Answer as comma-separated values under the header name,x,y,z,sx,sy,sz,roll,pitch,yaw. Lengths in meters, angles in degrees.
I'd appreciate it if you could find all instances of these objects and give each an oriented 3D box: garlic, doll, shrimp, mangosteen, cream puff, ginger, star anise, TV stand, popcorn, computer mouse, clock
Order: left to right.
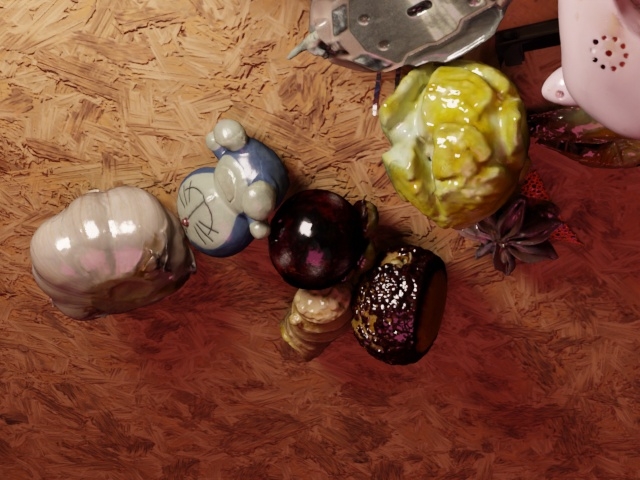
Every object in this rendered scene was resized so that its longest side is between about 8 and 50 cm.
name,x,y,z,sx,sy,sz,roll,pitch,yaw
garlic,-0.417,0.033,1.552,0.322,0.241,0.322,-1,126,-1
doll,-0.173,-0.081,1.440,0.258,0.154,0.228,-36,75,32
ginger,-0.008,0.166,1.641,0.126,0.190,0.354,58,149,12
mangosteen,0.000,0.000,1.452,0.210,0.210,0.210,7,135,7
cream puff,0.152,0.123,1.509,0.165,0.239,0.239,13,138,24
computer mouse,0.117,-0.350,1.134,0.389,0.115,0.199,-18,129,32
popcorn,0.217,-0.143,1.214,0.225,0.276,0.276,14,138,22
star anise,0.350,-0.020,1.424,0.197,0.073,0.212,-12,130,36
TV stand,0.394,-0.310,1.155,0.256,0.040,0.049,-8,132,20
shrimp,0.439,-0.173,1.272,0.267,0.061,0.145,2,144,9
clock,0.452,-0.294,0.954,0.368,0.250,0.376,23,129,14

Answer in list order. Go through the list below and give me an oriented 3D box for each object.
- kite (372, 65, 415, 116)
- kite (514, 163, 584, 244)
name,x,y,z,sx,sy,sz,roll,pitch,yaw
kite,0.123,-0.294,1.259,0.127,0.016,0.229,13,133,5
kite,0.392,-0.042,1.448,0.125,0.008,0.222,-21,126,33
